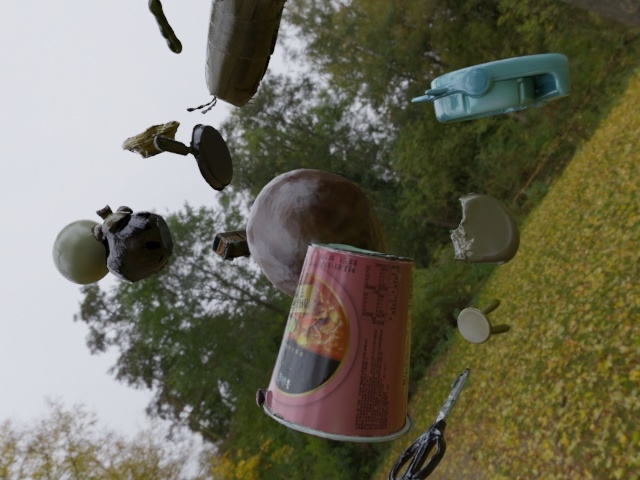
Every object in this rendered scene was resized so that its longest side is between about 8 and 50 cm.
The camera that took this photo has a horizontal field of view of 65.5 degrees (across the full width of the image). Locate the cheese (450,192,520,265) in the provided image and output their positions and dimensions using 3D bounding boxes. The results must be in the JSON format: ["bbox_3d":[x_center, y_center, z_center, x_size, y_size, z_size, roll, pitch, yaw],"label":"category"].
[{"bbox_3d":[0.414,-0.029,1.271,0.091,0.175,0.202,90,176,-68],"label":"cheese"}]

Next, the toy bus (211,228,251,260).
[{"bbox_3d":[-0.330,0.014,1.964,0.182,0.103,0.091,-11,-50,-53],"label":"toy bus"}]

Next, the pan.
[{"bbox_3d":[-0.225,-0.164,0.929,0.235,0.028,0.136,-3,-101,-71],"label":"pan"}]

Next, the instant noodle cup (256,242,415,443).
[{"bbox_3d":[0.043,0.138,0.754,0.244,0.244,0.255,3,-84,-77],"label":"instant noodle cup"}]

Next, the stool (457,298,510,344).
[{"bbox_3d":[0.487,0.245,1.495,0.110,0.135,0.134,-14,-55,-42],"label":"stool"}]

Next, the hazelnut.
[{"bbox_3d":[0.000,0.000,1.338,0.353,0.421,0.421,-32,-18,-10],"label":"hazelnut"}]

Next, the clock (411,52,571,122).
[{"bbox_3d":[0.331,-0.297,1.007,0.223,0.274,0.094,-111,10,-83],"label":"clock"}]

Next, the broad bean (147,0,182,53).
[{"bbox_3d":[-0.532,-0.736,1.705,0.052,0.052,0.256,-57,-20,-21],"label":"broad bean"}]

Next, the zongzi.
[{"bbox_3d":[-0.255,-0.684,1.640,0.467,0.218,0.500,-89,19,-46],"label":"zongzi"}]

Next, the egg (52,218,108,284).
[{"bbox_3d":[-0.876,0.040,1.852,0.219,0.269,0.219,-18,-41,-16],"label":"egg"}]

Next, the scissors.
[{"bbox_3d":[0.208,0.309,0.862,0.300,0.022,0.109,-38,-5,-47],"label":"scissors"}]

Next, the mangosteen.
[{"bbox_3d":[-0.646,-0.004,1.726,0.287,0.233,0.287,-17,-90,-87],"label":"mangosteen"}]

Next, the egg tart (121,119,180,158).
[{"bbox_3d":[-0.631,-0.379,1.888,0.241,0.241,0.106,-47,-60,-51],"label":"egg tart"}]
